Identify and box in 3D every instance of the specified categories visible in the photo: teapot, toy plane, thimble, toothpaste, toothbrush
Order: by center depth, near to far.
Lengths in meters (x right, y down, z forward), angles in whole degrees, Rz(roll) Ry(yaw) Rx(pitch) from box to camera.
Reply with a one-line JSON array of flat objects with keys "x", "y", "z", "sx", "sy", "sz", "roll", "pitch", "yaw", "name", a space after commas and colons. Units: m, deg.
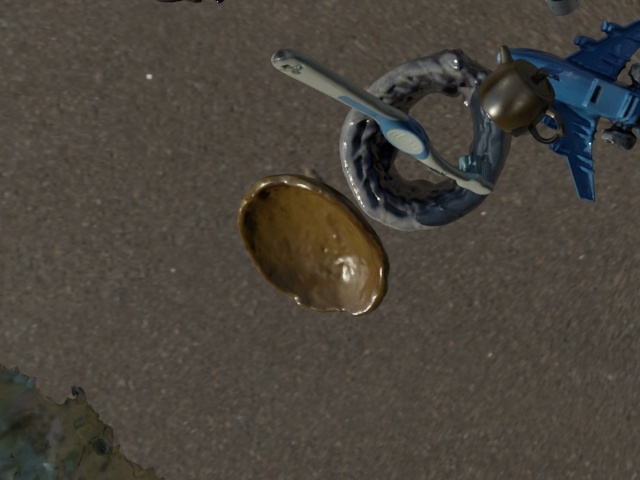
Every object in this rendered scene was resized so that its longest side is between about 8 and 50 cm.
[{"x": 0.075, "y": -0.103, "z": 1.023, "sx": 0.040, "sy": 0.386, "sz": 0.040, "roll": -10, "pitch": 73, "yaw": 34, "name": "toothbrush"}, {"x": 0.225, "y": -0.157, "z": 1.167, "sx": 0.121, "sy": 0.076, "sz": 0.068, "roll": 53, "pitch": 126, "yaw": 7, "name": "teapot"}, {"x": 0.336, "y": -0.175, "z": 1.295, "sx": 0.271, "sy": 0.105, "sz": 0.254, "roll": 15, "pitch": 104, "yaw": -25, "name": "toy plane"}, {"x": 0.149, "y": -0.139, "z": 1.454, "sx": 0.217, "sy": 0.157, "sz": 0.246, "roll": 32, "pitch": 105, "yaw": 4, "name": "thimble"}, {"x": 0.317, "y": -0.381, "z": 1.469, "sx": 0.045, "sy": 0.193, "sz": 0.071, "roll": -44, "pitch": 54, "yaw": -3, "name": "toothpaste"}]

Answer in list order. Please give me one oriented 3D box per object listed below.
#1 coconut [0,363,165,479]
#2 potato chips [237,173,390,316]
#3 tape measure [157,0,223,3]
[{"x": -0.236, "y": 0.279, "z": 0.669, "sx": 0.404, "sy": 0.404, "sz": 0.405, "roll": 2, "pitch": 96, "yaw": 22, "name": "coconut"}, {"x": -0.001, "y": -0.001, "z": 1.288, "sx": 0.208, "sy": 0.062, "sz": 0.195, "roll": 35, "pitch": 135, "yaw": -5, "name": "potato chips"}, {"x": -0.166, "y": -0.379, "z": 1.274, "sx": 0.199, "sy": 0.112, "sz": 0.186, "roll": 19, "pitch": 135, "yaw": 55, "name": "tape measure"}]
